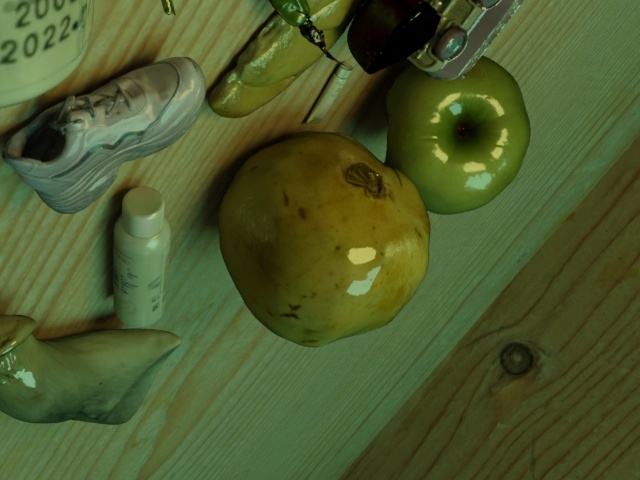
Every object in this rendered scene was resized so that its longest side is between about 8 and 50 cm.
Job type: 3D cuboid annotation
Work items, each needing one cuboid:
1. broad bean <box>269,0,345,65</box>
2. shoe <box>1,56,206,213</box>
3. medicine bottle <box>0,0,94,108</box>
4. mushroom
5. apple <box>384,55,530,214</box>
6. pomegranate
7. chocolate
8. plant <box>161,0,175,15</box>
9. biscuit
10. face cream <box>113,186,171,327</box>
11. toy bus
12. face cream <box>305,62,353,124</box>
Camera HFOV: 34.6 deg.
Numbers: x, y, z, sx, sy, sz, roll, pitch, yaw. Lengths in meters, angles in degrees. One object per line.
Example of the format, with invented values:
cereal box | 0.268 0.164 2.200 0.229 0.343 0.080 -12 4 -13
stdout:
broad bean | -0.050 -0.319 1.170 0.056 0.098 0.318 -51 147 -6
shoe | -0.246 -0.135 1.168 0.245 0.095 0.137 -38 162 3
medicine bottle | -0.256 -0.285 0.710 0.211 0.211 0.371 -30 155 -32
mushroom | -0.378 0.185 1.486 0.177 0.126 0.397 -51 156 12
apple | 0.214 -0.179 1.689 0.279 0.279 0.279 -37 158 -18
pomegranate | 0.000 0.000 1.567 0.332 0.332 0.333 -37 158 -18
chocolate | 0.091 -0.293 1.398 0.125 0.080 0.148 -40 172 13
plant | -0.177 -0.278 1.000 0.104 0.122 0.116 -28 163 -11
biscuit | -0.025 -0.277 1.371 0.299 0.045 0.154 -50 160 15
face cream | -0.255 0.024 1.466 0.082 0.082 0.269 -32 155 -29
toy bus | 0.198 -0.344 1.512 0.202 0.142 0.142 -52 157 18
face cream | 0.013 -0.222 1.574 0.038 0.020 0.115 -18 150 -50
